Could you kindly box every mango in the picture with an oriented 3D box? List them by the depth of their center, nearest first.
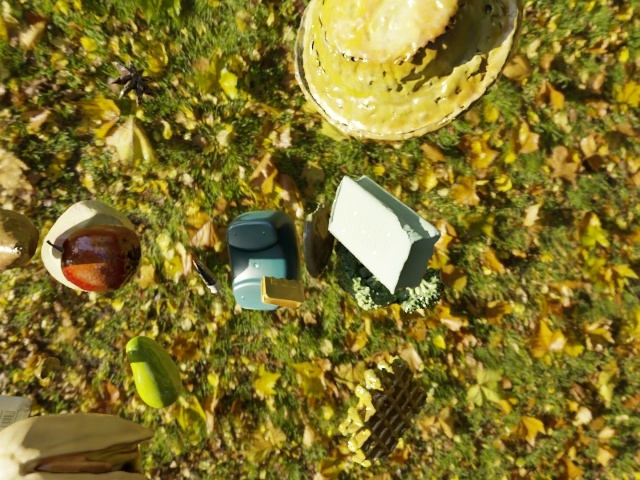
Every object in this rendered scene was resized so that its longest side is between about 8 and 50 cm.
[{"bbox_3d":[-0.627,0.489,1.736,0.143,0.175,0.293,-24,97,16],"label":"mango"}]

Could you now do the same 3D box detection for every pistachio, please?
[{"bbox_3d":[-0.455,0.412,0.831,0.299,0.188,0.187,23,97,-44],"label":"pistachio"}]

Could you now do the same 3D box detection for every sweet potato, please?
[{"bbox_3d":[-0.658,-0.003,0.971,0.131,0.337,0.131,-7,99,-49],"label":"sweet potato"},{"bbox_3d":[-0.894,0.414,1.515,0.053,0.182,0.054,42,76,-9],"label":"sweet potato"}]

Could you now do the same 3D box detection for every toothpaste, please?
[{"bbox_3d":[-0.424,0.111,1.675,0.045,0.071,0.193,-33,131,-7],"label":"toothpaste"}]

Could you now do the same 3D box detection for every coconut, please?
[{"bbox_3d":[-0.620,0.024,1.266,0.260,0.259,0.258,-3,103,-12],"label":"coconut"}]

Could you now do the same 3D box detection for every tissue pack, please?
[{"bbox_3d":[-0.159,0.053,1.387,0.198,0.206,0.287,-3,100,17],"label":"tissue pack"}]

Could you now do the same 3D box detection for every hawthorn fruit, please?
[{"bbox_3d":[-0.499,0.033,1.016,0.194,0.157,0.156,14,99,-15],"label":"hawthorn fruit"}]

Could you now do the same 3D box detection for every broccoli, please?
[{"bbox_3d":[0.200,0.108,1.444,0.376,0.302,0.249,32,94,7],"label":"broccoli"}]

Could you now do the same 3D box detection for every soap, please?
[{"bbox_3d":[0.095,-0.015,0.754,0.064,0.198,0.114,-6,123,-32],"label":"soap"}]

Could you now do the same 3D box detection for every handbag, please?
[{"bbox_3d":[-0.075,0.100,0.914,0.084,0.061,0.027,13,134,-22],"label":"handbag"}]

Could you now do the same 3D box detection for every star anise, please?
[{"bbox_3d":[-0.512,-0.437,1.273,0.141,0.042,0.140,12,70,-37],"label":"star anise"}]

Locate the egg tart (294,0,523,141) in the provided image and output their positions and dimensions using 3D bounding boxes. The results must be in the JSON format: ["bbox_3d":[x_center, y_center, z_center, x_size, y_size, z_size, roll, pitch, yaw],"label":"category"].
[{"bbox_3d":[0.135,-0.402,0.846,0.444,0.178,0.442,-3,81,21],"label":"egg tart"}]

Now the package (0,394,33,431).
[{"bbox_3d":[-0.639,0.351,0.836,0.173,0.027,0.170,20,91,-21],"label":"package"}]

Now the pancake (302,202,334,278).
[{"bbox_3d":[0.001,0.000,1.357,0.042,0.236,0.222,1,93,16],"label":"pancake"}]

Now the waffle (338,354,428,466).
[{"bbox_3d":[0.130,0.367,1.003,0.229,0.057,0.219,-46,130,-22],"label":"waffle"}]
